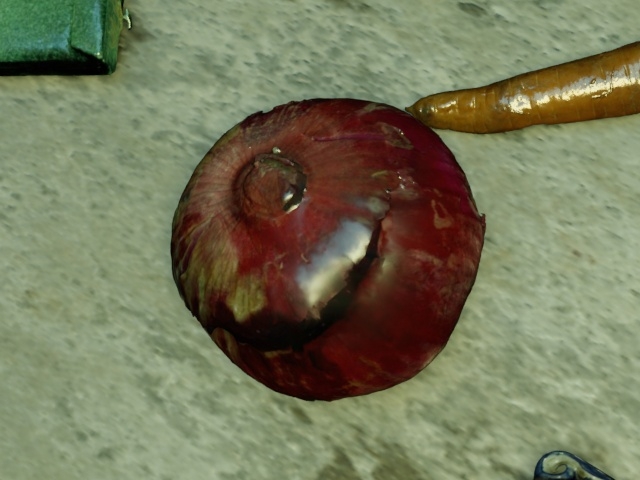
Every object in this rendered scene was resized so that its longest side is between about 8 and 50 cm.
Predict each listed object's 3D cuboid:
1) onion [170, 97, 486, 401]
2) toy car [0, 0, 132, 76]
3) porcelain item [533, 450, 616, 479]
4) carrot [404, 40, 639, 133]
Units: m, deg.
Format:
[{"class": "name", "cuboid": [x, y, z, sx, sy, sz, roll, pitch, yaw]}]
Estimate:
[{"class": "onion", "cuboid": [0.000, 0.000, 1.010, 0.246, 0.190, 0.246, -11, 63, 22]}, {"class": "toy car", "cuboid": [-0.236, -0.303, 1.170, 0.142, 0.097, 0.320, 1, 77, 9]}, {"class": "porcelain item", "cuboid": [0.125, 0.284, 0.960, 0.288, 0.138, 0.186, -50, 57, 0]}, {"class": "carrot", "cuboid": [0.193, -0.121, 1.077, 0.248, 0.059, 0.059, -11, 75, 11]}]
